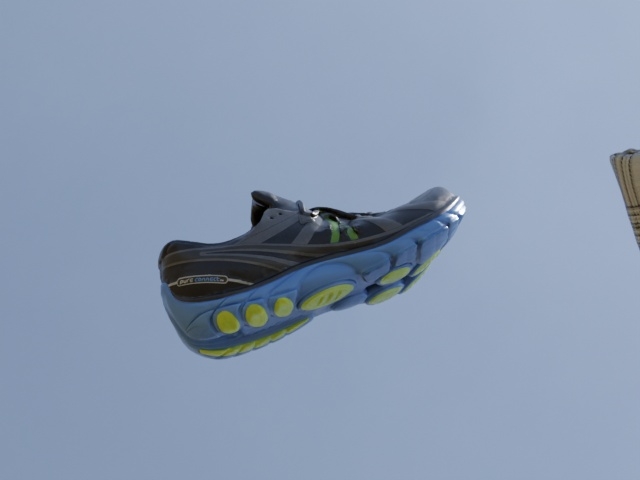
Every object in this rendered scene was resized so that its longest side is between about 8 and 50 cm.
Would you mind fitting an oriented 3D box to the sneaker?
[{"bbox_3d":[0.000,0.000,0.705,0.078,0.188,0.067,59,-31,23],"label":"sneaker"}]

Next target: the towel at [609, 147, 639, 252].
[{"bbox_3d":[0.442,0.034,1.190,0.324,0.056,0.312,-12,-78,43],"label":"towel"}]
